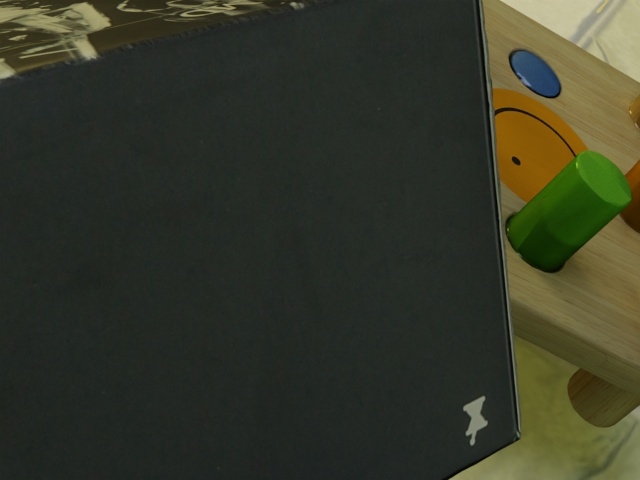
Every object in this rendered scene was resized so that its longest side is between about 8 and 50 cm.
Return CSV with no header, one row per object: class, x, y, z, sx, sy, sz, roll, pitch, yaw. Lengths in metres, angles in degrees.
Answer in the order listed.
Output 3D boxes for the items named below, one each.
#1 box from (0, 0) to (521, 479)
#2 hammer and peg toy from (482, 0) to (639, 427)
box,-0.160,0.017,0.513,0.343,0.179,0.312,-21,22,-39
hammer and peg toy,0.072,-0.074,0.823,0.361,0.127,0.266,27,41,-17
